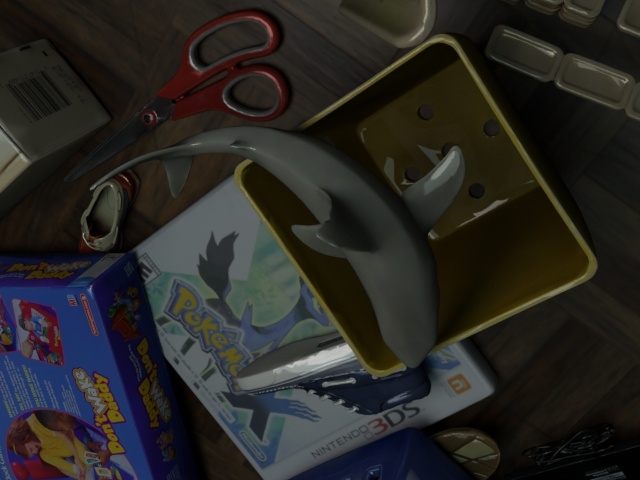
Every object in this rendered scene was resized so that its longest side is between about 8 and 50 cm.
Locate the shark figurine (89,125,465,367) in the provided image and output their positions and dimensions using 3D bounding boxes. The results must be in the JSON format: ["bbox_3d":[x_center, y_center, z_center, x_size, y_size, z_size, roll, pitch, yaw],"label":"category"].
[{"bbox_3d":[-0.012,-0.026,0.679,0.278,0.116,0.166,32,117,2],"label":"shark figurine"}]

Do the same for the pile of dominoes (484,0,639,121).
[{"bbox_3d":[0.264,-0.188,0.744,0.251,0.040,0.196,24,87,7],"label":"pile of dominoes"}]

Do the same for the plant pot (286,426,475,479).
[{"bbox_3d":[0.064,0.365,0.939,0.236,0.212,0.236,45,128,-15],"label":"plant pot"}]

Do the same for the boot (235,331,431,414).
[{"bbox_3d":[0.011,0.141,0.936,0.190,0.069,0.086,-19,102,23],"label":"boot"}]

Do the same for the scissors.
[{"bbox_3d":[-0.162,-0.142,0.950,0.297,0.021,0.109,-14,109,25],"label":"scissors"}]

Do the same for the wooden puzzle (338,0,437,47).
[{"bbox_3d":[0.039,-0.280,0.713,0.044,0.221,0.238,-4,111,-11],"label":"wooden puzzle"}]

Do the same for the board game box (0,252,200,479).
[{"bbox_3d":[-0.282,0.184,1.068,0.233,0.078,0.347,0,116,25],"label":"board game box"}]

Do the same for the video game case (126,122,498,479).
[{"bbox_3d":[-0.030,0.090,0.989,0.300,0.036,0.329,-34,98,28],"label":"video game case"}]

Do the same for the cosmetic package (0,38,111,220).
[{"bbox_3d":[-0.381,-0.062,0.979,0.309,0.160,0.113,-36,98,29],"label":"cosmetic package"}]

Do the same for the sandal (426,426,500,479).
[{"bbox_3d":[0.121,0.237,0.995,0.072,0.049,0.180,34,134,-5],"label":"sandal"}]

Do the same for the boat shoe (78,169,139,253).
[{"bbox_3d":[-0.234,-0.016,1.012,0.049,0.043,0.137,31,120,2],"label":"boat shoe"}]

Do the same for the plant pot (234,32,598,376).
[{"bbox_3d":[0.094,-0.049,0.801,0.212,0.187,0.212,-30,99,27],"label":"plant pot"}]

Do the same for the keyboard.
[{"bbox_3d":[0.280,0.216,0.944,0.192,0.038,0.100,-23,126,25],"label":"keyboard"}]
